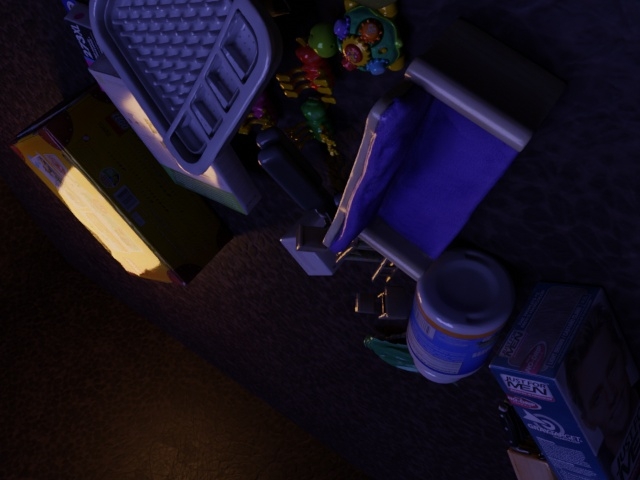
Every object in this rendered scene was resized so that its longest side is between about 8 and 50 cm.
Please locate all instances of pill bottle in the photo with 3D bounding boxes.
[{"bbox_3d":[0.227,0.144,0.991,0.152,0.152,0.272,30,152,21],"label":"pill bottle"}]

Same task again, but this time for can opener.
[{"bbox_3d":[-0.007,-0.095,0.971,0.093,0.074,0.280,-24,144,21],"label":"can opener"}]

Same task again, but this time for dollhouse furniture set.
[{"bbox_3d":[0.060,0.046,0.965,0.182,0.160,0.101,5,159,-17],"label":"dollhouse furniture set"}]

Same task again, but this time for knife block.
[{"bbox_3d":[0.412,0.418,1.082,0.242,0.275,0.088,21,167,-33],"label":"knife block"}]

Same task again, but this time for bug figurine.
[{"bbox_3d":[-0.070,-0.236,0.889,0.279,0.072,0.216,18,152,30],"label":"bug figurine"}]

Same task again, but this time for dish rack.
[{"bbox_3d":[-0.188,-0.290,0.803,0.332,0.072,0.285,54,136,9],"label":"dish rack"}]

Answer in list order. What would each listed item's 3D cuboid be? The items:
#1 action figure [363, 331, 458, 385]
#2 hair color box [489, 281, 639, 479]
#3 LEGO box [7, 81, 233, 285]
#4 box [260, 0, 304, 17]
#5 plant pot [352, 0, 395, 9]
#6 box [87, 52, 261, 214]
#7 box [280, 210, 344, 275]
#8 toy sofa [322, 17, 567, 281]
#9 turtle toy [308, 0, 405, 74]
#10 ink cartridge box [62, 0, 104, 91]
[{"bbox_3d":[0.191,0.250,1.301,0.232,0.063,0.137,10,142,40],"label":"action figure"},{"bbox_3d":[0.405,0.246,0.886,0.105,0.174,0.347,1,134,51],"label":"hair color box"},{"bbox_3d":[-0.520,-0.130,1.510,0.373,0.193,0.500,3,136,51],"label":"LEGO box"},{"bbox_3d":[-0.055,-0.334,0.727,0.052,0.062,0.083,11,142,48],"label":"box"},{"bbox_3d":[-0.012,-0.345,0.475,0.294,0.274,0.275,35,158,-26],"label":"plant pot"},{"bbox_3d":[-0.264,-0.195,1.090,0.232,0.058,0.322,24,155,33],"label":"box"},{"bbox_3d":[0.000,0.000,1.126,0.101,0.102,0.087,51,154,-19],"label":"box"},{"bbox_3d":[0.135,-0.076,0.746,0.150,0.177,0.362,37,153,9],"label":"toy sofa"},{"bbox_3d":[0.045,-0.249,0.720,0.130,0.066,0.095,21,148,34],"label":"turtle toy"},{"bbox_3d":[-0.382,-0.351,1.141,0.371,0.069,0.175,29,152,27],"label":"ink cartridge box"}]
